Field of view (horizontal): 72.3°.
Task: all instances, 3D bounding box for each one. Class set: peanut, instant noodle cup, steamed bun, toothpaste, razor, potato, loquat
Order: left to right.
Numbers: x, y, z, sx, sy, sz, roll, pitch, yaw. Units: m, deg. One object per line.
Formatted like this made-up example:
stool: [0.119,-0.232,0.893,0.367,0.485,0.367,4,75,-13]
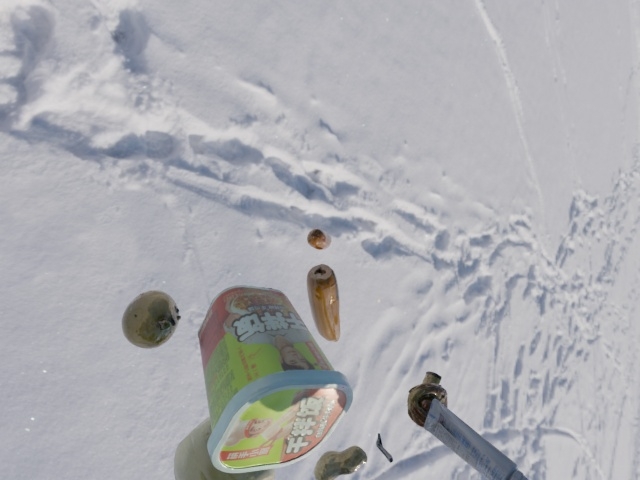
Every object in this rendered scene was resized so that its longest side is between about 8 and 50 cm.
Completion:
loquat: [-0.496,0.235,1.297,0.149,0.204,0.172,45,60,-38]
steamed bun: [-0.302,0.675,1.313,0.272,0.290,0.274,-31,152,-31]
instant noodle cup: [-0.123,0.270,0.934,0.293,0.308,0.294,-14,130,-18]
peanut: [0.083,0.998,1.966,0.124,0.256,0.123,63,5,-9]
razor: [0.261,0.867,1.806,0.033,0.190,0.066,-12,90,-8]
potato: [0.495,0.661,1.994,0.103,0.066,0.096,-60,175,-33]
toothpaste: [0.401,0.543,1.131,0.073,0.299,0.114,-14,123,-39]

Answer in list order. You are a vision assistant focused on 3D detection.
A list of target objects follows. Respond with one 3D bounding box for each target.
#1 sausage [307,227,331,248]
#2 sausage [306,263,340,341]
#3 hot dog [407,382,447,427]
sausage: [0.000,0.000,1.357,0.054,0.062,0.183,50,5,16]
sausage: [0.018,0.257,1.646,0.115,0.134,0.354,-24,126,-25]
hot dog: [0.421,0.632,1.650,0.259,0.114,0.175,36,50,-50]
